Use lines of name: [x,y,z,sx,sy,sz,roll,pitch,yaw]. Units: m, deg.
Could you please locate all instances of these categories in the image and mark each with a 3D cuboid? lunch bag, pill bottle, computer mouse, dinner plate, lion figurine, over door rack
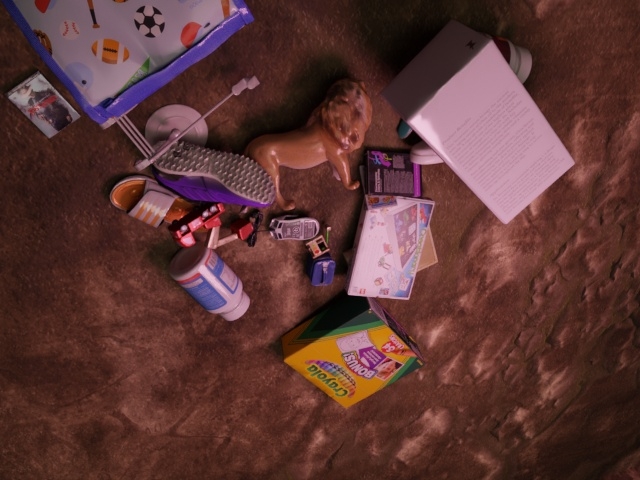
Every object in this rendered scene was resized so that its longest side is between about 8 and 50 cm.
lunch bag: [0.000,0.084,1.595,0.067,0.065,0.098,-4,123,-18]
pill bottle: [-0.284,0.115,1.471,0.124,0.124,0.221,-33,127,3]
lunch bag: [-0.338,-0.429,0.930,0.328,0.239,0.385,-34,83,3]
computer mouse: [-0.100,-0.034,1.495,0.193,0.042,0.106,-2,118,-13]
dinner plate: [-0.329,-0.243,1.283,0.141,0.017,0.141,-10,126,-13]
lion figurine: [-0.049,-0.217,1.331,0.392,0.142,0.240,-21,120,-1]
pill bottle: [0.393,-0.438,1.357,0.221,0.121,0.121,3,121,-22]
over door rack: [-0.325,-0.333,1.159,0.324,0.108,0.239,-40,119,-9]

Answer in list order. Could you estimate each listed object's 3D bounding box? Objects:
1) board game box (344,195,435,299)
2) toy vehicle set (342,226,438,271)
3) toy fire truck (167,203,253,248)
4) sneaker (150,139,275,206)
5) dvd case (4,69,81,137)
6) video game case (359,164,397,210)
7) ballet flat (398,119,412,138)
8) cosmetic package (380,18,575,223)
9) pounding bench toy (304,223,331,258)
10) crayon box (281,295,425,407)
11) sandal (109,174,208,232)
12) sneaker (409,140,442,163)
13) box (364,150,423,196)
board game box: [0.192,0.016,1.583,0.193,0.053,0.305,7,109,-16]
toy vehicle set: [0.213,0.051,1.672,0.267,0.035,0.166,-24,127,-4]
toy fire truck: [-0.269,-0.028,1.379,0.192,0.047,0.135,-38,130,-26]
sneaker: [-0.252,-0.134,1.309,0.293,0.102,0.146,19,147,-9]
dvd case: [-0.576,-0.282,1.164,0.087,0.013,0.119,-33,127,3]
video game case: [0.154,-0.145,1.489,0.087,0.011,0.122,-11,89,-17]
ballet flat: [0.235,-0.315,1.435,0.041,0.041,0.114,4,122,-23]
cosmetic package: [0.375,-0.258,1.304,0.230,0.161,0.453,-44,129,13]
pounding bench toy: [0.000,0.000,1.546,0.083,0.052,0.065,-28,128,-1]
crayon box: [0.107,0.352,1.767,0.313,0.106,0.363,-34,128,13]
sandal: [-0.366,-0.073,1.343,0.265,0.076,0.102,20,113,-30]
sneaker: [0.354,-0.311,1.448,0.293,0.108,0.169,-22,125,-17]
box: [0.194,-0.175,1.480,0.162,0.029,0.116,1,86,-22]
